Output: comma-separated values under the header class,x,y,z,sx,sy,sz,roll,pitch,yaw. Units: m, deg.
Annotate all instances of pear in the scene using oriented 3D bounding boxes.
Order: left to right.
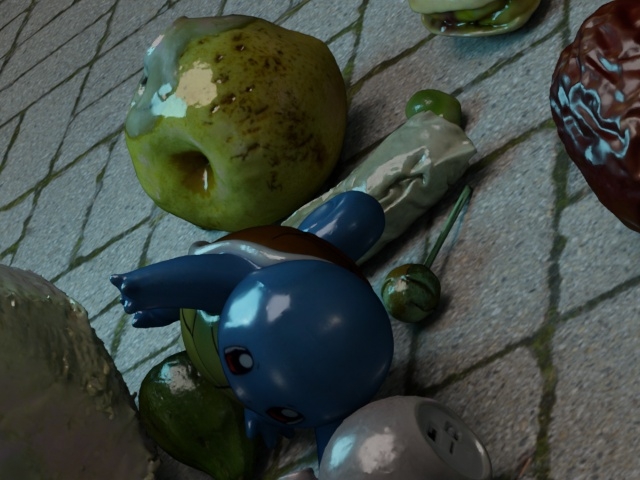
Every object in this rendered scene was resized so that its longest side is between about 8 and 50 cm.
class,x,y,z,sx,sy,sz,roll,pitch,yaw
pear,-0.093,-0.140,2.205,0.271,0.271,0.271,-36,26,20

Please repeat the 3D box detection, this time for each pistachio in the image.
class,x,y,z,sx,sy,sz,roll,pitch,yaw
pistachio,0.174,-0.299,2.150,0.145,0.117,0.200,-46,25,-13

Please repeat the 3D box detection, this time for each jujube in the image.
class,x,y,z,sx,sy,sz,roll,pitch,yaw
jujube,0.293,-0.103,1.599,0.174,0.174,0.250,-41,44,10

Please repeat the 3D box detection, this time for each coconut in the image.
class,x,y,z,sx,sy,sz,roll,pitch,yaw
coconut,-0.397,0.197,1.970,0.404,0.404,0.404,-36,26,20

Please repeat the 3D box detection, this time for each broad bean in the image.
class,x,y,z,sx,sy,sz,roll,pitch,yaw
broad bean,0.125,-0.134,2.061,0.063,0.045,0.083,-45,32,4

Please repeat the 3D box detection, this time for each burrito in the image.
class,x,y,z,sx,sy,sz,roll,pitch,yaw
burrito,0.000,0.000,1.995,0.392,0.076,0.117,-40,37,15

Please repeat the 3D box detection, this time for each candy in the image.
class,x,y,z,sx,sy,sz,roll,pitch,yaw
candy,0.115,0.006,1.862,0.061,0.061,0.202,-22,25,41

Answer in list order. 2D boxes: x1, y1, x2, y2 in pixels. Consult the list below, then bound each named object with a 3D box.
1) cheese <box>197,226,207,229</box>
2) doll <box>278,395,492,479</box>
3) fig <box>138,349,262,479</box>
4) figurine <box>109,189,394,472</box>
class,x,y,z,sx,sy,sz,roll,pitch,yaw
cheese,-0.142,-0.044,2.342,0.084,0.041,0.060,23,77,48
doll,0.012,0.249,1.542,0.287,0.151,0.151,-43,23,21
fig,-0.107,0.182,1.868,0.123,0.123,0.156,-35,65,22
figurine,-0.036,0.088,1.724,0.243,0.298,0.416,-34,11,11
